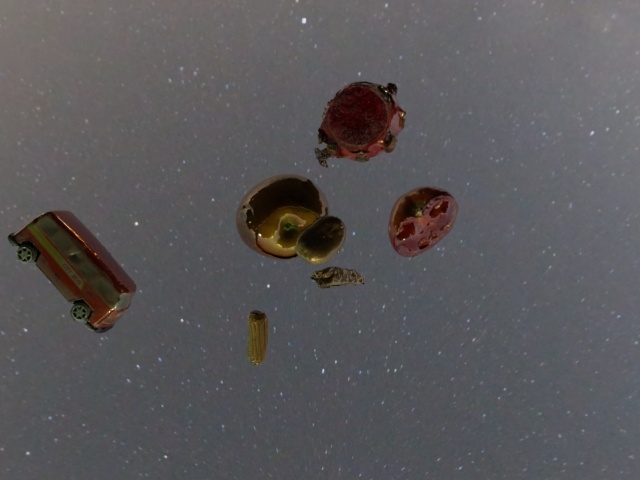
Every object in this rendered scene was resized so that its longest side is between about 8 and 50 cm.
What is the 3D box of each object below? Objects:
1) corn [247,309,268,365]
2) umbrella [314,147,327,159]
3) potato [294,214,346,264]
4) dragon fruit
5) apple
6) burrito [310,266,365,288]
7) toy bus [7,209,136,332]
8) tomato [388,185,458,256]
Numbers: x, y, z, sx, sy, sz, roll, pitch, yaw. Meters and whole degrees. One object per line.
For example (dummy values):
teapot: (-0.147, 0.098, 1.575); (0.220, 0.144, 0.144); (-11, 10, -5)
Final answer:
corn: (-0.106, 0.164, 0.854); (0.037, 0.037, 0.092); (6, -81, 3)
umbrella: (0.000, -0.182, 1.070); (0.020, 0.031, 0.083); (-16, -163, 0)
potato: (0.000, 0.000, 1.119); (0.138, 0.070, 0.091); (-40, -95, -30)
dragon fruit: (0.101, -0.290, 1.282); (0.282, 0.147, 0.211); (-44, -84, 7)
apple: (-0.090, -0.059, 1.270); (0.237, 0.236, 0.207); (-22, -159, -14)
burrito: (0.056, 0.111, 1.510); (0.058, 0.229, 0.063); (-25, -108, 32)
toy bus: (-0.492, 0.059, 1.037); (0.120, 0.121, 0.265); (-40, -88, 3)
tomato: (0.292, -0.071, 1.534); (0.233, 0.200, 0.139); (-36, -133, -1)
